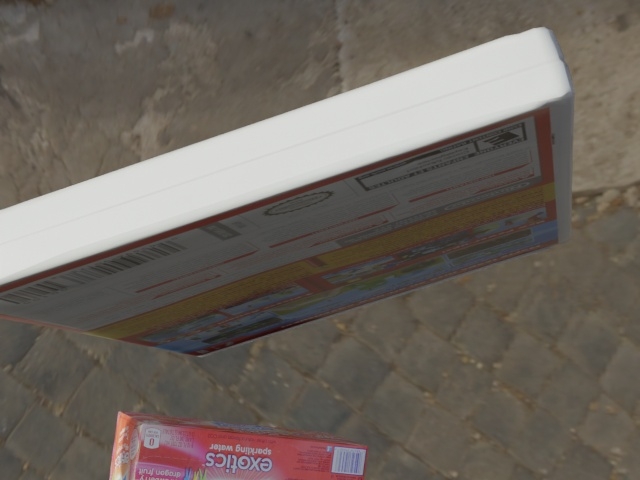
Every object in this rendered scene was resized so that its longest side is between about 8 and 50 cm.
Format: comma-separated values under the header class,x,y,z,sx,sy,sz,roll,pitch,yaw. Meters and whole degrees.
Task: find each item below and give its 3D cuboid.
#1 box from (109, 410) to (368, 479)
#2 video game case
class,x,y,z,sx,sy,sz,roll,pitch,yaw
box,-0.108,0.310,1.566,0.299,0.142,0.154,8,85,-20
video game case,0.000,0.000,0.497,0.204,0.285,0.025,-18,78,8
